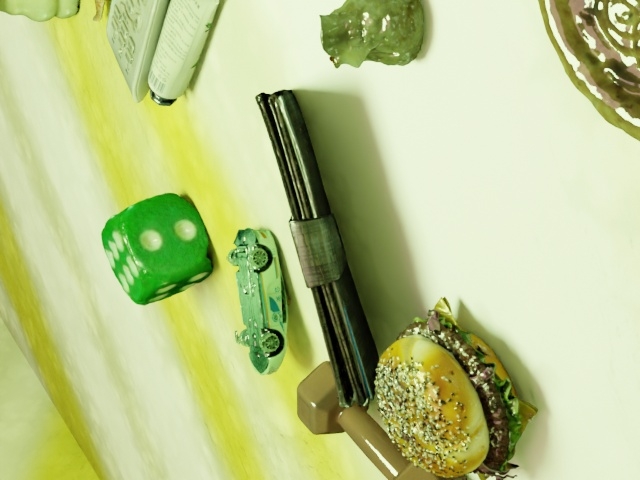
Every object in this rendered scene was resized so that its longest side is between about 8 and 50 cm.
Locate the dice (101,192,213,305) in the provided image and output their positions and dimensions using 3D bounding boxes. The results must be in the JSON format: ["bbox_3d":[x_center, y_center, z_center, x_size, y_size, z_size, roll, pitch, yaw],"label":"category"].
[{"bbox_3d":[-0.234,0.014,1.481,0.131,0.120,0.128,63,152,6],"label":"dice"}]

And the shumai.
[{"bbox_3d":[0.036,-0.182,0.871,0.082,0.080,0.083,19,124,55],"label":"shumai"}]

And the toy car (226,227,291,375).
[{"bbox_3d":[-0.072,0.075,1.293,0.093,0.058,0.186,-3,95,63],"label":"toy car"}]

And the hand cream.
[{"bbox_3d":[-0.167,-0.247,1.251,0.080,0.050,0.234,60,148,18],"label":"hand cream"}]

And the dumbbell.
[{"bbox_3d":[0.061,0.222,1.127,0.231,0.082,0.092,42,142,41],"label":"dumbbell"}]

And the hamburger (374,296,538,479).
[{"bbox_3d":[0.113,0.155,0.967,0.164,0.093,0.189,46,148,37],"label":"hamburger"}]

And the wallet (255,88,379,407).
[{"bbox_3d":[0.001,0.000,1.050,0.169,0.044,0.317,-71,-35,-81],"label":"wallet"}]

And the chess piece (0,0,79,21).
[{"bbox_3d":[-0.498,-0.371,1.546,0.133,0.243,0.133,40,141,41],"label":"chess piece"}]

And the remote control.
[{"bbox_3d":[-0.211,-0.306,1.279,0.109,0.055,0.313,64,150,24],"label":"remote control"}]

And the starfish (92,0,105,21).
[{"bbox_3d":[-0.331,-0.444,1.403,0.231,0.048,0.295,41,146,25],"label":"starfish"}]

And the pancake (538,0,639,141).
[{"bbox_3d":[0.212,-0.150,0.626,0.235,0.029,0.212,19,127,59],"label":"pancake"}]
